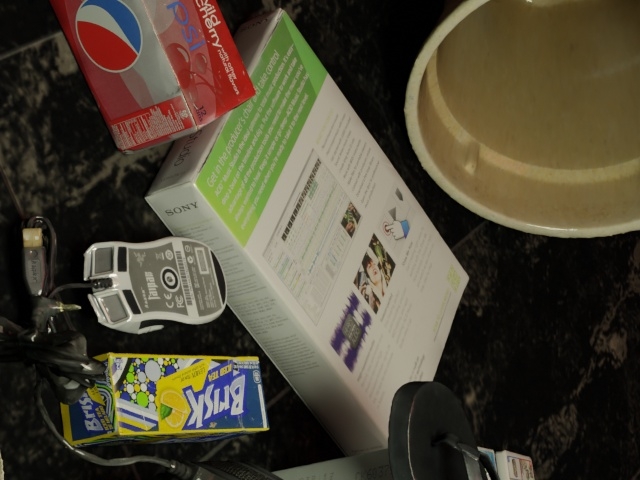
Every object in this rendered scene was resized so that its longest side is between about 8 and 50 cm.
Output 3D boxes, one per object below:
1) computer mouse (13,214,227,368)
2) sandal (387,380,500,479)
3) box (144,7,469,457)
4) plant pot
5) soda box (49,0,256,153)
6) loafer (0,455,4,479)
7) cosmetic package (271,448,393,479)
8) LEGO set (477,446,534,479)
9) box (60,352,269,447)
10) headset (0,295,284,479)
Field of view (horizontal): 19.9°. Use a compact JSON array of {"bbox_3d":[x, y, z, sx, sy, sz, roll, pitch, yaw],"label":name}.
[{"bbox_3d":[-0.144,0.037,1.311,0.193,0.042,0.106,2,70,-49],"label":"computer mouse"},{"bbox_3d":[0.118,0.217,1.321,0.097,0.054,0.254,-24,96,-56],"label":"sandal"},{"bbox_3d":[0.000,0.000,1.521,0.322,0.058,0.232,55,38,-28],"label":"box"},{"bbox_3d":[0.251,-0.226,1.781,0.334,0.334,0.305,47,31,-34],"label":"plant pot"},{"bbox_3d":[-0.150,-0.203,1.362,0.092,0.083,0.263,-38,109,-54],"label":"soda box"},{"bbox_3d":[-0.231,0.212,1.081,0.087,0.094,0.251,45,47,-72],"label":"loafer"},{"bbox_3d":[0.064,0.265,1.413,0.183,0.151,0.151,35,50,-43],"label":"cosmetic package"},{"bbox_3d":[0.143,0.277,1.635,0.244,0.060,0.182,23,57,-63],"label":"LEGO set"},{"bbox_3d":[-0.110,0.115,1.311,0.169,0.054,0.059,6,72,-54],"label":"box"},{"bbox_3d":[-0.115,0.221,1.185,0.243,0.185,0.394,-39,127,-33],"label":"headset"}]
